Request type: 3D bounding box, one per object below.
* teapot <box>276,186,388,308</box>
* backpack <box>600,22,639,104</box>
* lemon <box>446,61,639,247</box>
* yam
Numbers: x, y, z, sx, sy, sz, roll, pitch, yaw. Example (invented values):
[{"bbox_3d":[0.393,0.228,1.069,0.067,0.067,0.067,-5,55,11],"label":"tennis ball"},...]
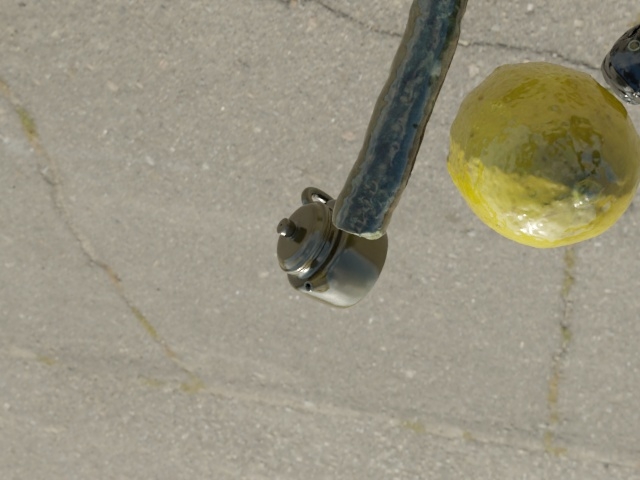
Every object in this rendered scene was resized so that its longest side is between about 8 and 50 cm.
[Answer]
[{"bbox_3d":[0.000,0.000,1.463,0.175,0.267,0.185,30,126,-29],"label":"teapot"},{"bbox_3d":[0.494,-0.272,1.178,0.120,0.165,0.106,52,180,15],"label":"backpack"},{"bbox_3d":[0.301,-0.122,1.128,0.245,0.320,0.245,-5,116,-10],"label":"lemon"},{"bbox_3d":[0.079,-0.130,0.773,0.061,0.061,0.274,21,104,3],"label":"yam"}]
